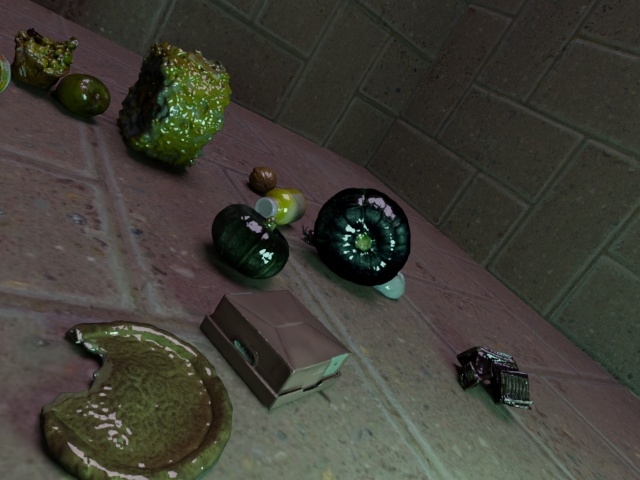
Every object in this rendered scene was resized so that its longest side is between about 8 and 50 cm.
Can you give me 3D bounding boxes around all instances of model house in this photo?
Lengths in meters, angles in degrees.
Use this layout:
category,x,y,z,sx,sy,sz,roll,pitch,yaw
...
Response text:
category,x,y,z,sx,sy,sz,roll,pitch,yaw
model house,0.473,0.391,1.334,0.202,0.141,0.164,14,38,9

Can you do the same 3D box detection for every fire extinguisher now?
category,x,y,z,sx,sy,sz,roll,pitch,yaw
fire extinguisher,0.000,0.000,1.664,0.158,0.043,0.064,22,62,-30

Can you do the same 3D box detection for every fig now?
category,x,y,z,sx,sy,sz,roll,pitch,yaw
fig,-0.736,-0.426,1.471,0.133,0.184,0.127,-22,95,-63

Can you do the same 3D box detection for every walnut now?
category,x,y,z,sx,sy,sz,roll,pitch,yaw
walnut,-0.218,-0.230,1.828,0.105,0.105,0.124,23,16,-30

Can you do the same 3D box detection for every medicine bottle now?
category,x,y,z,sx,sy,sz,roll,pitch,yaw
medicine bottle,-0.137,-0.111,1.589,0.121,0.122,0.212,36,18,13

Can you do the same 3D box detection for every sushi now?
category,x,y,z,sx,sy,sz,roll,pitch,yaw
sushi,-0.848,-0.563,1.484,0.166,0.179,0.296,18,20,-25
sushi,-0.454,-0.434,1.521,0.239,0.352,0.396,19,20,-38

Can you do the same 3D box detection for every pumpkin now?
category,x,y,z,sx,sy,sz,roll,pitch,yaw
pumpkin,-0.163,0.000,1.174,0.211,0.152,0.212,35,17,-12
pumpkin,0.129,-0.015,1.514,0.315,0.315,0.238,32,19,-1

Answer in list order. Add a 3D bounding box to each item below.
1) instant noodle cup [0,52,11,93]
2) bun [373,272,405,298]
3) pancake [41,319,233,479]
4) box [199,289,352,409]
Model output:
category,x,y,z,sx,sy,sz,roll,pitch,yaw
instant noodle cup,-0.848,-0.415,1.137,0.168,0.169,0.185,34,9,5
bun,0.226,0.130,1.636,0.140,0.083,0.141,27,18,-9
pancake,-0.246,0.205,0.657,0.286,0.033,0.288,38,18,14
box,-0.077,0.188,0.914,0.215,0.086,0.215,41,18,28
